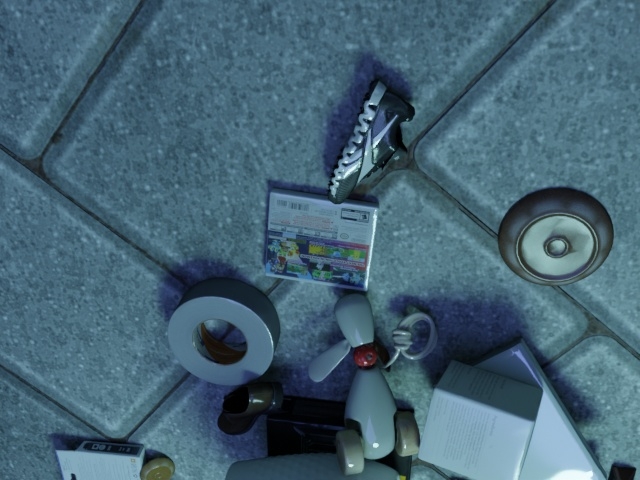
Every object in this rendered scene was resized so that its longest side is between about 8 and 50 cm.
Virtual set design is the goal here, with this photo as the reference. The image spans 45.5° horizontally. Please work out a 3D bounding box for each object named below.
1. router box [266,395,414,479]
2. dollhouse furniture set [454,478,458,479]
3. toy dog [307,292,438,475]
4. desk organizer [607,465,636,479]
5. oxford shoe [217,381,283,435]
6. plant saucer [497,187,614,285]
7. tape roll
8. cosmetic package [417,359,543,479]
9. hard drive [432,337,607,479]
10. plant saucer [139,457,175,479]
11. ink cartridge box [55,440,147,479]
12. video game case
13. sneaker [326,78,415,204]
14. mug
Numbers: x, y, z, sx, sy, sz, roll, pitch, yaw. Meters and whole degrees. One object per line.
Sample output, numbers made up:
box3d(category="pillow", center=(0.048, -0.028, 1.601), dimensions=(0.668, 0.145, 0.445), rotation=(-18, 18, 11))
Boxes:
box3d(category="router box", center=(0.042, 0.465, 1.645), dimensions=(0.308, 0.081, 0.243), rotation=(5, 120, 8))
box3d(category="dollhouse furniture set", center=(0.405, 0.574, 1.571), dimensions=(0.286, 0.198, 0.304), rotation=(14, 120, 2))
box3d(category="toy dog", center=(0.086, 0.281, 1.481), dimensions=(0.220, 0.161, 0.334), rotation=(13, 79, -13))
box3d(category="desk organizer", center=(0.626, 0.535, 1.594), dimensions=(0.050, 0.047, 0.130), rotation=(4, 120, 6))
box3d(category="oxford shoe", center=(-0.171, 0.345, 1.592), dimensions=(0.096, 0.083, 0.227), rotation=(10, 143, -30))
box3d(category="plant saucer", center=(0.413, 0.004, 1.341), dimensions=(0.198, 0.036, 0.199), rotation=(5, 119, 9))
box3d(category="tape roll", center=(-0.193, 0.185, 1.537), dimensions=(0.219, 0.072, 0.219), rotation=(5, 120, 9))
box3d(category="cosmetic package", center=(0.298, 0.338, 1.412), dimensions=(0.183, 0.151, 0.152), rotation=(17, 107, 19))
box3d(category="hard drive", center=(0.385, 0.368, 1.491), dimensions=(0.203, 0.040, 0.308), rotation=(-32, 90, 25))
box3d(category="plant saucer", center=(-0.379, 0.546, 1.786), dimensions=(0.083, 0.015, 0.084), rotation=(-11, 121, -19))
box3d(category="ink cartridge box", center=(-0.512, 0.572, 1.832), dimensions=(0.208, 0.045, 0.206), rotation=(3, 119, 7))
box3d(category="video game case", center=(0.000, 0.000, 1.425), dimensions=(0.201, 0.023, 0.184), rotation=(9, 120, 5))
box3d(category="sneaker", center=(0.088, -0.147, 1.292), dimensions=(0.106, 0.078, 0.234), rotation=(25, 119, -1))
box3d(category="mug", center=(-0.007, 0.546, 1.450), dimensions=(0.327, 0.374, 0.276), rotation=(-9, 78, 8))
